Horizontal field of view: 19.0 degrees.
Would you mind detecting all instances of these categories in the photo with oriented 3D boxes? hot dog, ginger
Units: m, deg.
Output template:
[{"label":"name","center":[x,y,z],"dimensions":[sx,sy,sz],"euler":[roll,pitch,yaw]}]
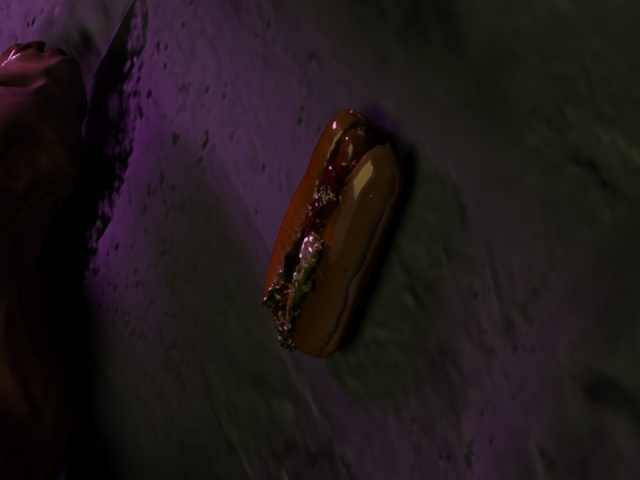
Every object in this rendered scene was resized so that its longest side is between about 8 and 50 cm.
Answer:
[{"label":"hot dog","center":[0.000,0.000,0.552],"dimensions":[0.037,0.021,0.083],"euler":[49,133,39]},{"label":"ginger","center":[-0.133,0.062,0.690],"dimensions":[0.084,0.122,0.290],"euler":[19,113,18]}]
